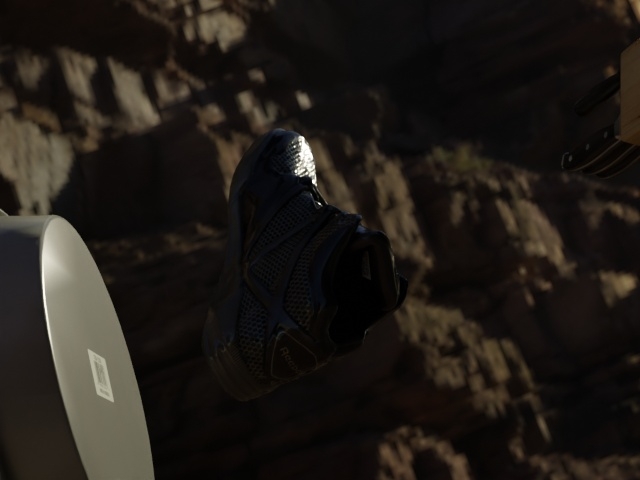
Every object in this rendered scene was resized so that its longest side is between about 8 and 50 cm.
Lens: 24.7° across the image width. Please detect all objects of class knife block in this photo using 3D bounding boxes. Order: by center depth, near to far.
[{"bbox_3d":[0.297,-0.130,1.214,0.242,0.088,0.275,-6,-23,23],"label":"knife block"}]

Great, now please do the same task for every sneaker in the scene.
[{"bbox_3d":[0.000,0.000,0.987,0.130,0.227,0.087,-18,-53,21],"label":"sneaker"}]

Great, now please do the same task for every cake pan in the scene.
[{"bbox_3d":[-0.181,0.109,1.046,0.054,0.293,0.293,-16,-16,3],"label":"cake pan"}]
